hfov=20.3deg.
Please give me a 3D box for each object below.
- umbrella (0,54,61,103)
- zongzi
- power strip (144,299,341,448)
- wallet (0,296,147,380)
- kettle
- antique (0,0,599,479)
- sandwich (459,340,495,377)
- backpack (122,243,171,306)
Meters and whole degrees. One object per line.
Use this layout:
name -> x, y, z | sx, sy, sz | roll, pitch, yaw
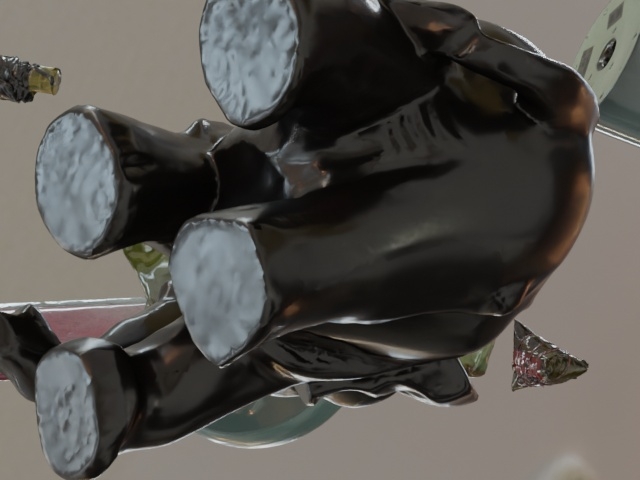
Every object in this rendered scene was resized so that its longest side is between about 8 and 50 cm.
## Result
umbrella -> -0.260, -0.122, 1.302 | 0.040, 0.144, 0.037 | 77, -157, -69
zongzi -> 0.217, 0.132, 1.825 | 0.067, 0.083, 0.073 | -9, -55, -41
power strip -> -0.073, 0.106, 1.634 | 0.054, 0.253, 0.168 | 40, -128, -60
wallet -> -0.249, 0.095, 1.749 | 0.232, 0.119, 0.025 | -3, -61, -7
kettle -> 0.409, -0.174, 1.904 | 0.243, 0.160, 0.211 | 23, -109, -14
antique -> 0.000, 0.000, 0.904 | 0.255, 0.185, 0.322 | -6, -24, -46
sandwich -> 0.144, 0.094, 2.074 | 0.186, 0.220, 0.108 | 13, -88, -57
backpack -> -0.023, -0.013, 1.409 | 0.253, 0.207, 0.140 | -27, -85, -60
